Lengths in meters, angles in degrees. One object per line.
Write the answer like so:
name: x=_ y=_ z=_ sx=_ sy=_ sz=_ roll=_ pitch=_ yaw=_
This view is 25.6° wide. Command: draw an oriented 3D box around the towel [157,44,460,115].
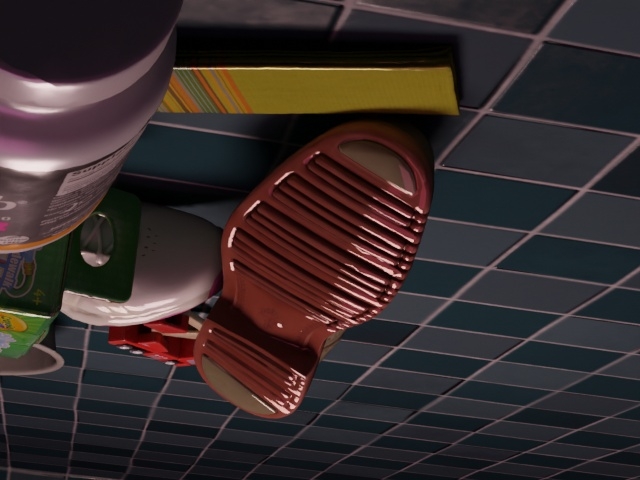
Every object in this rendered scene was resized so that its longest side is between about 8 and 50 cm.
towel: x=-0.024 y=-0.110 z=0.969 sx=0.237 sy=0.021 sz=0.102 roll=2 pitch=168 yaw=9

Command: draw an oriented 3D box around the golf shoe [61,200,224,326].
golf shoe: x=-0.231 y=0.001 z=1.228 sx=0.306 sy=0.115 sz=0.140 roll=3 pitch=158 yaw=8

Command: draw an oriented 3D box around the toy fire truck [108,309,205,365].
toy fire truck: x=-0.171 y=0.103 z=1.640 sx=0.135 sy=0.047 sz=0.192 roll=-8 pitch=159 yaw=32

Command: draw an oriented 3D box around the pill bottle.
pill bottle: x=-0.171 y=-0.100 z=0.800 sx=0.162 sy=0.162 sz=0.278 roll=10 pitch=162 yaw=-15

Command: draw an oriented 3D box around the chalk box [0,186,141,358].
chalk box: x=-0.275 y=-0.021 z=1.060 sx=0.289 sy=0.180 sz=0.179 roll=10 pitch=162 yaw=-17

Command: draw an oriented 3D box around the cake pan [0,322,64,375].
cake pan: x=-0.459 y=0.110 z=1.736 sx=0.293 sy=0.054 sz=0.293 roll=5 pitch=162 yaw=2

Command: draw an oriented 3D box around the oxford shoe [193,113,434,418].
oxford shoe: x=0.000 y=0.000 z=1.170 sx=0.140 sy=0.146 sz=0.397 roll=35 pitch=143 yaw=-1
